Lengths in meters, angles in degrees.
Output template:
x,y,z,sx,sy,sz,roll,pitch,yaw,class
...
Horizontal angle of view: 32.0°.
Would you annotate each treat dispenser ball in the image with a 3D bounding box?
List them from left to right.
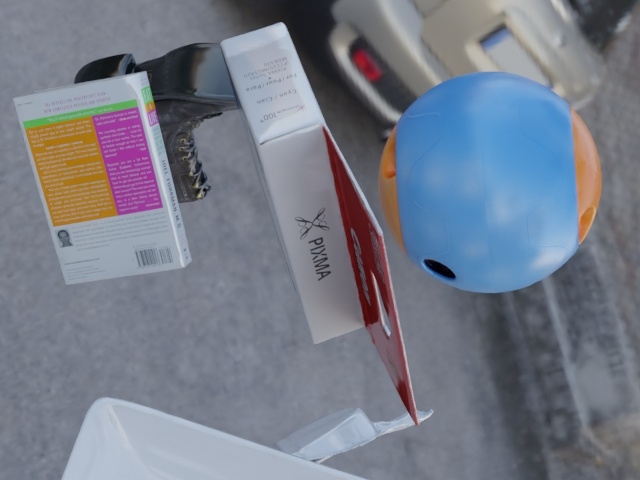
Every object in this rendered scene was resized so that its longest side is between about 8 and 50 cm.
x,y,z,sx,sy,sz,roll,pitch,yaw,class
0.219,-0.076,1.459,0.288,0.288,0.288,48,30,-41,treat dispenser ball

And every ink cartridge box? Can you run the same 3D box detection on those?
x,y,z,sx,sy,sz,roll,pitch,yaw,class
0.000,0.000,0.993,0.296,0.066,0.261,76,-6,-50,ink cartridge box

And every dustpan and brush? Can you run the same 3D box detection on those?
x,y,z,sx,sy,sz,roll,pitch,yaw,class
0.049,0.256,1.497,0.060,0.211,0.147,63,-9,-1,dustpan and brush

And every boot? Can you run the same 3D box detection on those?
x,y,z,sx,sy,sz,roll,pitch,yaw,class
-0.174,-0.134,1.413,0.229,0.263,0.091,77,18,-51,boot

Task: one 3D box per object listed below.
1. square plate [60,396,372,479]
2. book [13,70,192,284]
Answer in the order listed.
x,y,z,sx,sy,sz,roll,pitch,yaw,class
-0.025,0.301,0.635,0.049,0.344,0.347,103,4,-66,square plate
-0.157,-0.044,0.816,0.035,0.096,0.144,-55,135,-71,book
